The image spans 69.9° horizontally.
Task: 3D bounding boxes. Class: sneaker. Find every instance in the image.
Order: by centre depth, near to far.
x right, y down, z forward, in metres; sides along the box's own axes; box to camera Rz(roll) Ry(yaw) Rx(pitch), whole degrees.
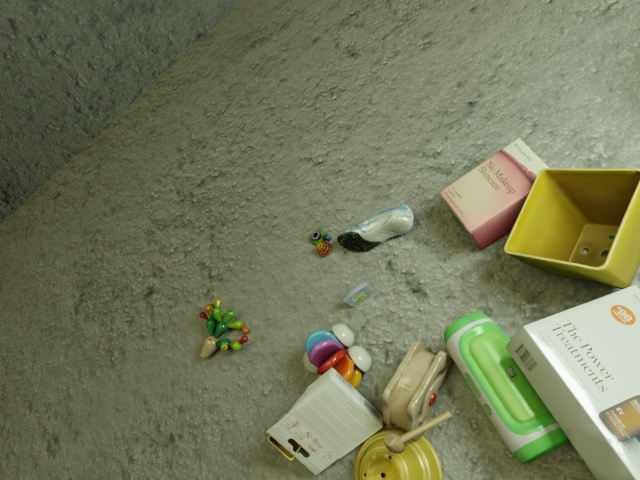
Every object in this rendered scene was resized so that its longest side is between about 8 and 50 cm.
[{"bbox_3d":[0.157,-0.035,1.314,0.237,0.085,0.086,-20,33,26],"label":"sneaker"}]

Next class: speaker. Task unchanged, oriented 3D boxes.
[{"bbox_3d":[0.387,0.303,0.975,0.131,0.131,0.296,-36,54,12],"label":"speaker"}]

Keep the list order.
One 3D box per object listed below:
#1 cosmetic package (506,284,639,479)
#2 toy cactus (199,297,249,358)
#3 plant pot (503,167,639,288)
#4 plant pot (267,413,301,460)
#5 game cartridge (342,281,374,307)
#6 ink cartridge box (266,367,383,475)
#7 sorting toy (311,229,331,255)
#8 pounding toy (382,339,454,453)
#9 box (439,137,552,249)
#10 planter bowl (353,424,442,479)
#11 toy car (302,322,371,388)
[{"bbox_3d":[0.567,0.285,0.807,0.285,0.097,0.377,-14,53,-18],"label":"cosmetic package"},{"bbox_3d":[-0.326,0.295,1.441,0.219,0.112,0.180,38,100,29],"label":"toy cactus"},{"bbox_3d":[0.559,-0.011,0.958,0.212,0.187,0.212,15,75,57],"label":"plant pot"},{"bbox_3d":[-0.070,0.499,1.182,0.081,0.083,0.081,35,89,18],"label":"plant pot"},{"bbox_3d":[0.104,0.150,1.264,0.083,0.056,0.017,-41,46,9],"label":"game cartridge"},{"bbox_3d":[0.011,0.445,1.120,0.225,0.181,0.056,-42,9,15],"label":"ink cartridge box"},{"bbox_3d":[0.000,0.000,1.407,0.061,0.042,0.102,-38,53,11],"label":"sorting toy"},{"bbox_3d":[0.239,0.371,1.032,0.155,0.154,0.269,19,60,36],"label":"pounding toy"},{"bbox_3d":[0.443,-0.111,1.136,0.232,0.127,0.148,-36,54,13],"label":"box"},{"bbox_3d":[0.155,0.528,1.033,0.217,0.090,0.217,-14,61,26],"label":"planter bowl"},{"bbox_3d":[0.026,0.305,1.187,0.159,0.136,0.182,-44,53,7],"label":"toy car"}]
